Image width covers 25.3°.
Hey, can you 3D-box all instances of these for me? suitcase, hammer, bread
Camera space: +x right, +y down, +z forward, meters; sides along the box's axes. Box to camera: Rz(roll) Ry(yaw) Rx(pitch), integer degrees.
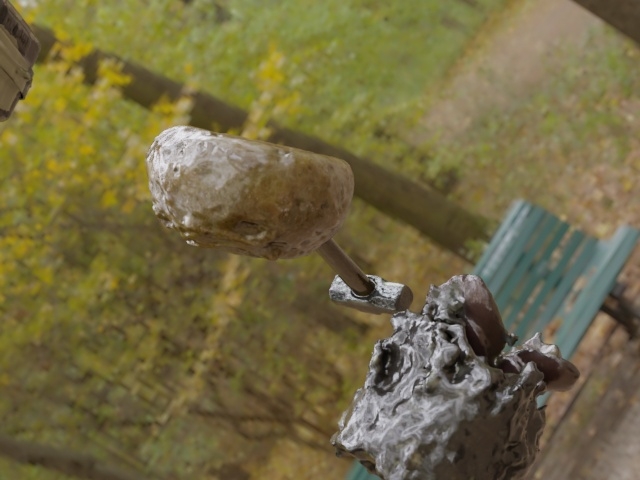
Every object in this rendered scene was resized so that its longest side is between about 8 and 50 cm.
[{"bbox_3d":[-0.618,-0.346,2.159,0.339,0.351,0.194,62,-131,-69],"label":"suitcase"},{"bbox_3d":[0.000,0.000,1.804,0.365,0.111,0.043,47,-120,-51],"label":"hammer"},{"bbox_3d":[-0.075,-0.048,1.510,0.230,0.230,0.123,-92,11,-87],"label":"bread"}]

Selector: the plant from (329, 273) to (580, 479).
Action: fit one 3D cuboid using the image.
[{"bbox_3d":[0.135,0.155,1.355,0.234,0.204,0.178,-49,43,-6],"label":"plant"}]
